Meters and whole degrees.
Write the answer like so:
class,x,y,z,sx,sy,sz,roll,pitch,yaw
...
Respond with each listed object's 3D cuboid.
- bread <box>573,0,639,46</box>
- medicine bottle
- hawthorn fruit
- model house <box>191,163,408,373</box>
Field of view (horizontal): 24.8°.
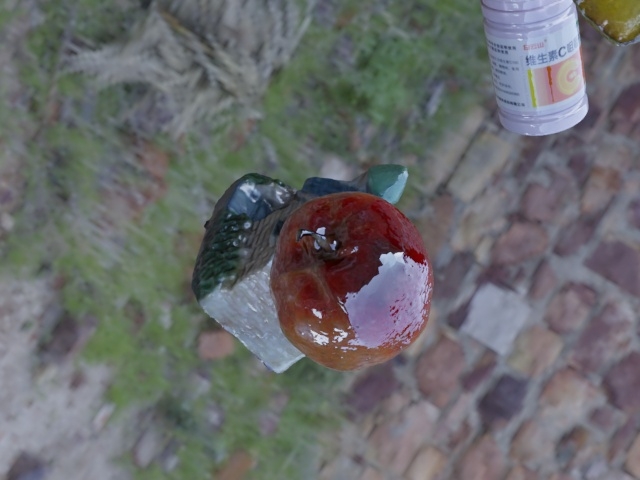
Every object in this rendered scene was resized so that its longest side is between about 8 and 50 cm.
class,x,y,z,sx,sy,sz,roll,pitch,yaw
bread,0.305,-0.299,1.324,0.233,0.161,0.088,-47,157,13
medicine bottle,0.298,-0.283,2.037,0.133,0.133,0.249,-45,133,-43
hawthorn fruit,0.020,0.029,1.308,0.157,0.157,0.194,-56,152,-9
model house,0.001,0.002,2.192,0.284,0.243,0.298,-27,-152,33
